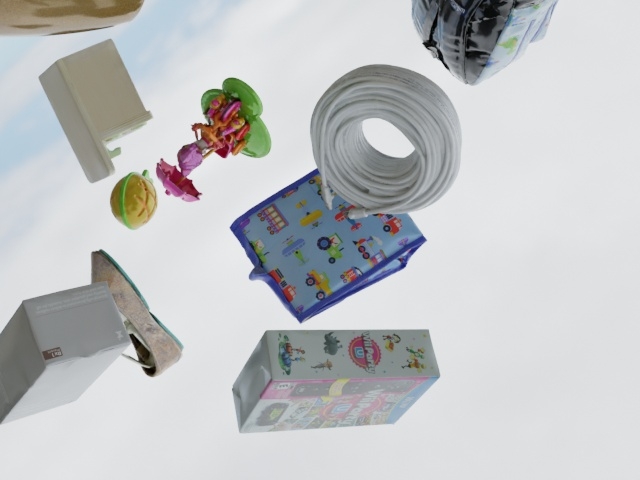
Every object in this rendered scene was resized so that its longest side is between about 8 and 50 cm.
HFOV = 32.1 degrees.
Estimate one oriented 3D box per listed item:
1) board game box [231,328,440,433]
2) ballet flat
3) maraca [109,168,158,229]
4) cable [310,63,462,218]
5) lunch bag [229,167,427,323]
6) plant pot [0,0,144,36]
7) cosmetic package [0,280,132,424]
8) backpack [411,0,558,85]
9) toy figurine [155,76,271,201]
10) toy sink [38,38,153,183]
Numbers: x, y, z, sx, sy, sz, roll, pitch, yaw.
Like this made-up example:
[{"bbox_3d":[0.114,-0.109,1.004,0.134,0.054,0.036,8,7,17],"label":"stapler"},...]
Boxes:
[{"bbox_3d":[0.022,0.244,1.932,0.224,0.303,0.098,121,-37,-53],"label":"board game box"},{"bbox_3d":[-0.358,0.150,2.060,0.106,0.316,0.107,-46,-138,-17],"label":"ballet flat"},{"bbox_3d":[-0.403,-0.092,2.446,0.099,0.127,0.186,3,-164,12],"label":"maraca"},{"bbox_3d":[0.108,-0.160,1.801,0.257,0.257,0.089,1,-146,25],"label":"cable"},{"bbox_3d":[0.000,0.000,1.973,0.293,0.221,0.138,-29,166,-25],"label":"lunch bag"},{"bbox_3d":[-0.386,-0.393,1.599,0.237,0.254,0.237,-4,-95,49],"label":"plant pot"},{"bbox_3d":[-0.361,0.154,1.492,0.127,0.107,0.238,-13,159,-38],"label":"cosmetic package"},{"bbox_3d":[0.277,-0.424,1.903,0.273,0.290,0.355,-31,157,-29],"label":"backpack"},{"bbox_3d":[-0.163,-0.129,1.579,0.159,0.130,0.173,-50,175,-27],"label":"toy figurine"},{"bbox_3d":[-0.418,-0.247,2.131,0.131,0.234,0.153,-28,-172,-25],"label":"toy sink"}]
